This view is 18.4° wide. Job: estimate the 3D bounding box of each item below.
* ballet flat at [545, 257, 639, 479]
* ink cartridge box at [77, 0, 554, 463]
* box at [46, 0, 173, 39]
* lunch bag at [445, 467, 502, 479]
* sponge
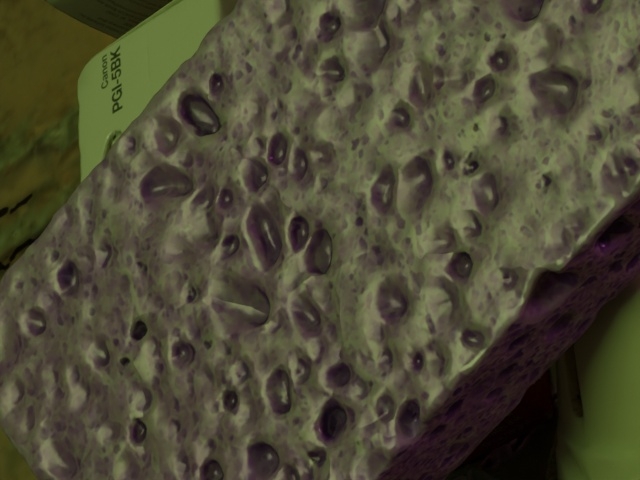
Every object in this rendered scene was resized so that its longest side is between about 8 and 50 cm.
[{"bbox_3d":[0.118,-0.006,0.466,0.123,0.123,0.348,17,84,49],"label":"ballet flat"},{"bbox_3d":[0.000,0.000,0.570,0.056,0.135,0.099,-30,51,33],"label":"ink cartridge box"},{"bbox_3d":[-0.005,-0.259,0.772,0.232,0.058,0.322,-22,55,38],"label":"box"},{"bbox_3d":[0.034,0.112,0.542,0.071,0.053,0.083,-24,63,39],"label":"lunch bag"},{"bbox_3d":[0.009,-0.009,0.452,0.210,0.031,0.117,-49,56,13],"label":"sponge"}]
